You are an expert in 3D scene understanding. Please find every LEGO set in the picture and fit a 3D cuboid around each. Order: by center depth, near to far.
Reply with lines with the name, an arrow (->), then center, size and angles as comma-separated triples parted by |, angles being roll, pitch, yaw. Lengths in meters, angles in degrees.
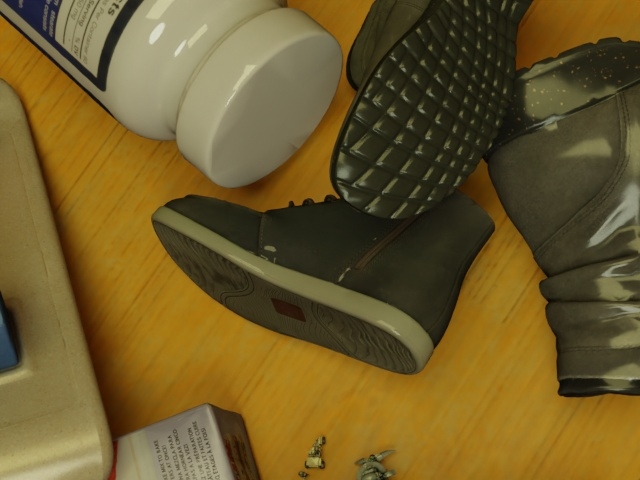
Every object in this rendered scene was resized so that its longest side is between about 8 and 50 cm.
LEGO set -> 0.024, 0.156, 0.704 | 0.083, 0.023, 0.054 | 8, 75, 15

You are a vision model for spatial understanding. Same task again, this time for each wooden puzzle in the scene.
wooden puzzle -> -0.327, 0.037, 0.705 | 0.322, 0.080, 0.348 | -14, 57, -14

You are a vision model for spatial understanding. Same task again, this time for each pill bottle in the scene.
pill bottle -> -0.119, -0.164, 0.766 | 0.265, 0.153, 0.153 | 42, 86, 20

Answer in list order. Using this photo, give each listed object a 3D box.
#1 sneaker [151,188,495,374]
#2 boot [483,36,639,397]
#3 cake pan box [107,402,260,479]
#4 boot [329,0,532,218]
sneaker -> 0.000, 0.000, 0.740 | 0.222, 0.083, 0.118 | 23, 61, 25
boot -> 0.276, -0.042, 0.674 | 0.338, 0.118, 0.222 | -25, 72, 16
cake pan box -> -0.132, 0.267, 0.684 | 0.246, 0.070, 0.266 | -21, 70, 8
boot -> 0.060, -0.114, 0.719 | 0.083, 0.161, 0.246 | 32, 75, -17
